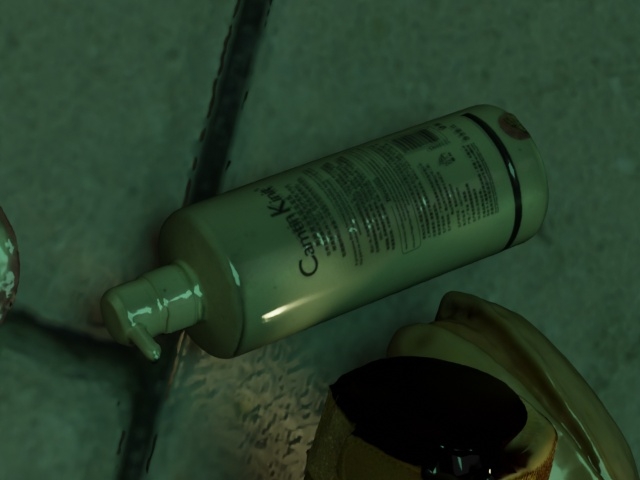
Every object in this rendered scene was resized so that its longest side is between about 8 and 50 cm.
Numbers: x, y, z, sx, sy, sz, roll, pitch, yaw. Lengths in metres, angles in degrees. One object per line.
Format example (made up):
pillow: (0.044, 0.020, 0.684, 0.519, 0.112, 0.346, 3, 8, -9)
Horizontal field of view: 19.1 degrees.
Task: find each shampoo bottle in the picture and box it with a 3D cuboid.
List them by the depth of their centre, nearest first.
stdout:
shampoo bottle: (0.000, 0.000, 1.029, 0.262, 0.085, 0.085, -20, 92, -29)

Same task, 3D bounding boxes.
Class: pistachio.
pistachio: (0.106, 0.115, 1.045, 0.124, 0.124, 0.185, -38, 100, -28)

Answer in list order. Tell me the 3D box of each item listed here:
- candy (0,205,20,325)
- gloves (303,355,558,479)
candy: (-0.200, 0.012, 0.940, 0.103, 0.043, 0.103, 5, 80, -30)
gloves: (0.044, 0.223, 0.973, 0.154, 0.141, 0.331, -3, 111, -24)
